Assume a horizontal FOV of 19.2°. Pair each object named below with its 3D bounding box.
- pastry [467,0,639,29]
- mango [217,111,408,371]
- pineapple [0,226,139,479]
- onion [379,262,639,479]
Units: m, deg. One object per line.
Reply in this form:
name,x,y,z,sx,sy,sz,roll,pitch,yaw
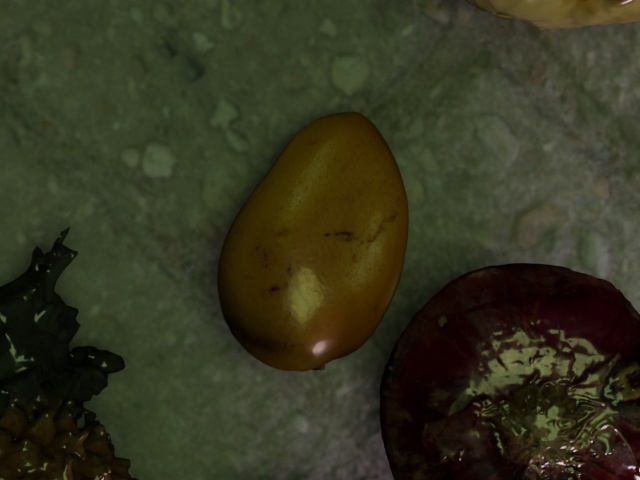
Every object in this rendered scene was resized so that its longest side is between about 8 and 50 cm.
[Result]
pastry,0.216,-0.350,1.471,0.389,0.312,0.388,0,93,-10
mango,0.000,0.000,1.524,0.145,0.112,0.219,22,81,-11
pineapple,-0.234,0.168,1.435,0.223,0.223,0.357,-1,73,-14
onion,0.166,0.139,1.532,0.246,0.190,0.246,0,93,5
